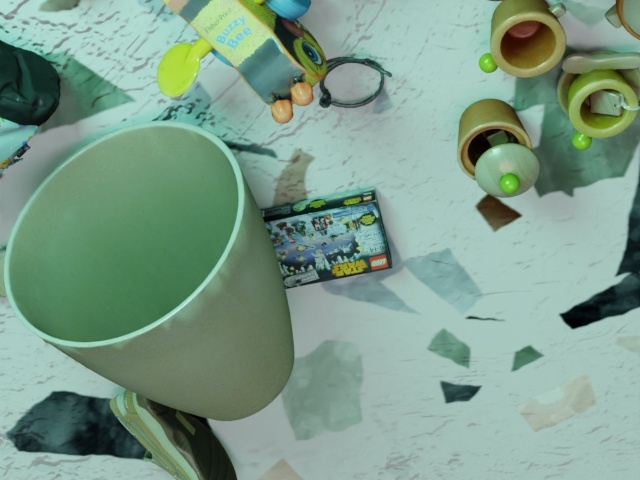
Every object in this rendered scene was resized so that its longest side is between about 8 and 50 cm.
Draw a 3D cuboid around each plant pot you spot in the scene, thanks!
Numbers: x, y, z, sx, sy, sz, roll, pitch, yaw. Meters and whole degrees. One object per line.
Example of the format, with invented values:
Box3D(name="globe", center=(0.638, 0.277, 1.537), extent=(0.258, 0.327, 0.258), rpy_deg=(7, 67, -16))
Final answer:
Box3D(name="plant pot", center=(-0.139, 0.063, 1.886), extent=(0.257, 0.256, 0.274), rpy_deg=(-20, 140, 12))

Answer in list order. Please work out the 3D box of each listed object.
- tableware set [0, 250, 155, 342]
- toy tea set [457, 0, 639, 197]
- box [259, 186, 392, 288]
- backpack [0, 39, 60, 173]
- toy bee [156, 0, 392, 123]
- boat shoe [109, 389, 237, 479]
Box3D(name="tableware set", center=(-0.263, 0.045, 1.982), extent=(0.169, 0.020, 0.141), rpy_deg=(-20, 127, 10))
Box3D(name="toy tea set", center=(0.245, -0.169, 1.779), extent=(0.200, 0.124, 0.336), rpy_deg=(9, 127, -11))
Box3D(name="box", center=(0.000, 0.000, 1.957), extent=(0.137, 0.027, 0.094), rpy_deg=(-12, 129, 6))
Box3D(name="backpack", center=(-0.351, -0.112, 1.795), extent=(0.152, 0.115, 0.182), rpy_deg=(29, 124, -26))
Box3D(name="toy bee", center=(-0.048, -0.192, 1.722), extent=(0.298, 0.162, 0.195), rpy_deg=(17, 123, -16))
Box3D(name="boat shoe", center=(-0.166, 0.232, 2.113), extent=(0.072, 0.068, 0.190), rpy_deg=(-21, 117, 28))
